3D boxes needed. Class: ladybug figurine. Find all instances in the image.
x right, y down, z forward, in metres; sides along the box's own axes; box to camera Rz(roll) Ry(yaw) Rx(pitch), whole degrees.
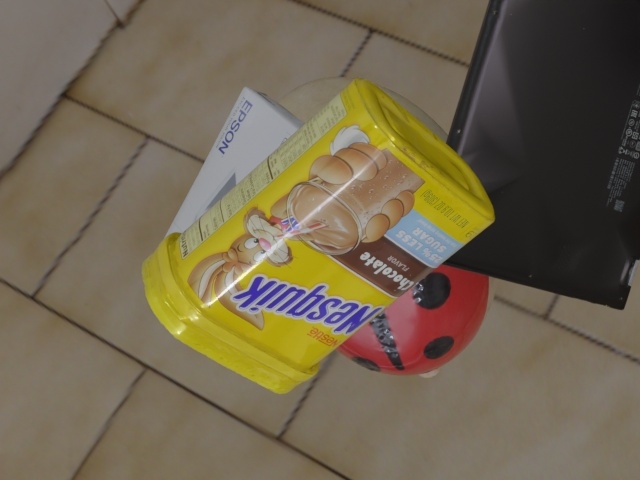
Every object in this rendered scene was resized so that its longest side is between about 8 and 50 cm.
[{"bbox_3d":[0.067,0.010,1.514,0.305,0.449,0.162,-18,26,22],"label":"ladybug figurine"}]

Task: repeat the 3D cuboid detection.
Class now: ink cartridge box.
[{"bbox_3d":[-0.064,-0.021,1.243,0.224,0.045,0.223,41,107,43],"label":"ink cartridge box"}]

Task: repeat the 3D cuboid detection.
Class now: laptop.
[{"bbox_3d":[0.285,-0.139,1.313,0.236,0.408,0.382,26,101,66],"label":"laptop"}]

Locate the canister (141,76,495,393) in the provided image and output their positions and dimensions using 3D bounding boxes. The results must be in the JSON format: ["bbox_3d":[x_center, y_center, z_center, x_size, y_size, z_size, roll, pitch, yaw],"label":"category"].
[{"bbox_3d":[0.000,0.000,0.676,0.170,0.126,0.073,-40,40,20],"label":"canister"}]
